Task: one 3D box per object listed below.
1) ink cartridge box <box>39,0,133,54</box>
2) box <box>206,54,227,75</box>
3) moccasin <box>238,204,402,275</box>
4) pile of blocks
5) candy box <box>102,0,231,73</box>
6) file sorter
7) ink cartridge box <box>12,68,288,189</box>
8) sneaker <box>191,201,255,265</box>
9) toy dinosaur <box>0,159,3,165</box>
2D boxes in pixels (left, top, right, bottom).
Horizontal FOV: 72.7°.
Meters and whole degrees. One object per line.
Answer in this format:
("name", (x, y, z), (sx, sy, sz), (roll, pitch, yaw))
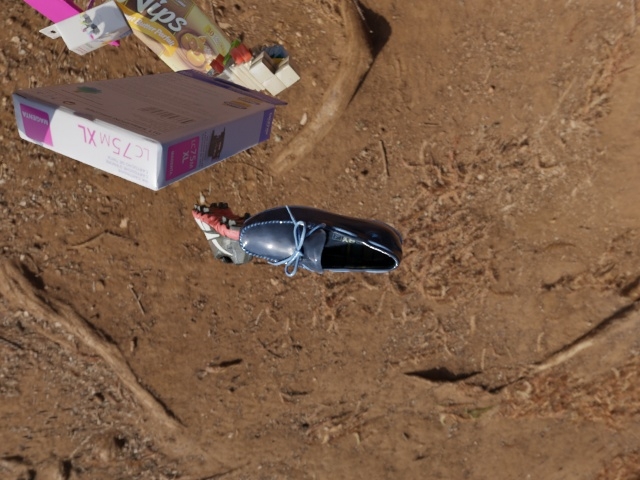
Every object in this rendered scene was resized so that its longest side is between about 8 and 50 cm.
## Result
("ink cartridge box", (-0.552, -0.498, 1.038), (0.181, 0.104, 0.062), (-26, 110, -6))
("box", (-0.389, -0.636, 1.621), (0.232, 0.059, 0.183), (15, 113, -39))
("moccasin", (0.000, 0.000, 0.881), (0.341, 0.117, 0.138), (0, 118, 2))
("pile of blocks", (-0.175, -0.454, 1.081), (0.112, 0.362, 0.149), (38, 80, -40))
("candy box", (-0.427, -0.625, 1.248), (0.183, 0.088, 0.316), (-38, 137, 12))
("file sorter", (-0.835, -0.837, 1.475), (0.290, 0.202, 0.182), (27, 79, -72))
("ink cartridge box", (-0.188, -0.164, 0.574), (0.185, 0.311, 0.065), (21, 122, 12))
("sneaker", (-0.241, -0.017, 1.074), (0.097, 0.276, 0.135), (-13, 114, -36))
("toy dinosaur", (-0.649, -0.162, 0.816), (0.064, 0.212, 0.112), (-14, 152, -25))
